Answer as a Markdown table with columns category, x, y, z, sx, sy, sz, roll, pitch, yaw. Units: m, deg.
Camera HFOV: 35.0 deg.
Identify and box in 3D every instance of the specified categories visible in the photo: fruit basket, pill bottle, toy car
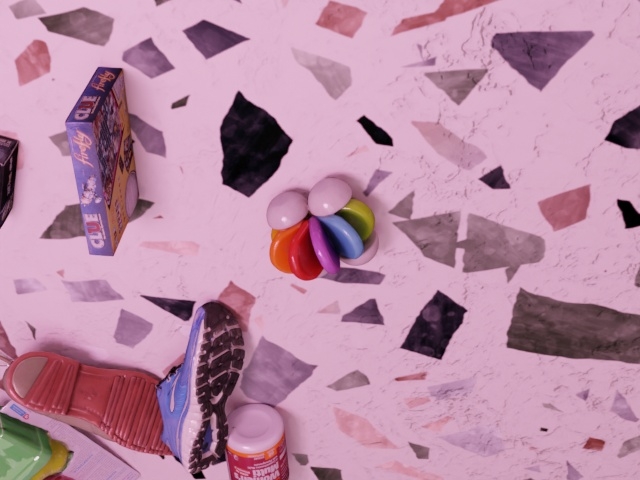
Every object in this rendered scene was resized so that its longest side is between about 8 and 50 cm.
| category | x | y | z | sx | sy | sz | roll | pitch | yaw |
| --- | --- | --- | --- | --- | --- | --- | --- | --- | --- |
| fruit basket | -0.599 | 0.501 | 2.068 | 0.327 | 0.165 | 0.353 | -45 | 131 | 0 |
| pill bottle | -0.124 | 0.437 | 2.001 | 0.121 | 0.121 | 0.221 | 1 | 127 | 7 |
| toy car | 0.000 | 0.000 | 1.633 | 0.182 | 0.136 | 0.159 | -17 | 123 | 20 |

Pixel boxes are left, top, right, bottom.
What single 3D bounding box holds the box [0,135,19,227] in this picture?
| category | x | y | z | sx | sy | sz | roll | pitch | yaw |
| --- | --- | --- | --- | --- | --- | --- | --- | --- | --- |
| box | -0.598 | -0.111 | 1.666 | 0.180 | 0.078 | 0.147 | 16 | 128 | -5 |

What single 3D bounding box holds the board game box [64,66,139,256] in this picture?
| category | x | y | z | sx | sy | sz | roll | pitch | yaw |
| --- | --- | --- | --- | --- | --- | --- | --- | --- | --- |
| board game box | -0.332 | -0.121 | 1.567 | 0.042 | 0.165 | 0.243 | 4 | 128 | 5 |

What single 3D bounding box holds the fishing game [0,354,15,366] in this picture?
| category | x | y | z | sx | sy | sz | roll | pitch | yaw |
| --- | --- | --- | --- | --- | --- | --- | --- | --- | --- |
| fishing game | -0.731 | 0.275 | 2.004 | 0.264 | 0.041 | 0.189 | -37 | 128 | 23 |

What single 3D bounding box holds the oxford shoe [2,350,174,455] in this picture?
| category | x | y | z | sx | sy | sz | roll | pitch | yaw |
| --- | --- | --- | --- | --- | --- | --- | --- | --- | --- |
| oxford shoe | -0.421 | 0.311 | 1.966 | 0.397 | 0.141 | 0.146 | 28 | 160 | -21 |

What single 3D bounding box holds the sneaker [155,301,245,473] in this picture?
| category | x | y | z | sx | sy | sz | roll | pitch | yaw |
| --- | --- | --- | --- | --- | --- | --- | --- | --- | --- |
| sneaker | -0.241 | 0.260 | 1.865 | 0.147 | 0.129 | 0.330 | 26 | 113 | 32 |
